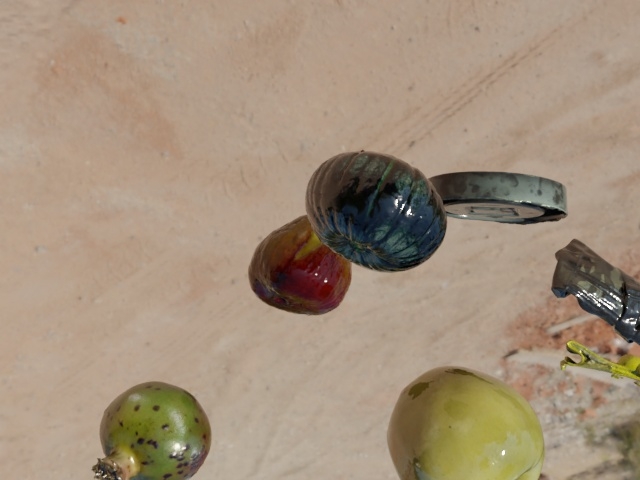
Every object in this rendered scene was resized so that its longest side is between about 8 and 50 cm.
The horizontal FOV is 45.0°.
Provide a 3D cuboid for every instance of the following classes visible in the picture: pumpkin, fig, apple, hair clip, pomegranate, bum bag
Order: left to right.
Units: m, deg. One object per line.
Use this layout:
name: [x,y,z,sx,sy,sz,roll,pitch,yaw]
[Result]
pomegranate: [-0.185,0.221,0.851,0.130,0.130,0.130,-12,150,-7]
fig: [-0.025,-0.007,1.417,0.191,0.290,0.190,10,179,0]
pumpkin: [0.075,-0.041,1.039,0.202,0.140,0.202,24,159,10]
apple: [0.236,0.338,1.269,0.262,0.262,0.262,-12,150,-7]
hair clip: [0.417,0.177,1.049,0.173,0.046,0.072,14,177,18]
bum bag: [0.547,0.121,1.363,0.340,0.144,0.095,36,142,-5]

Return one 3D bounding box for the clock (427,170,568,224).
clock: [0.388,-0.092,1.735,0.325,0.067,0.325,5,174,1]
